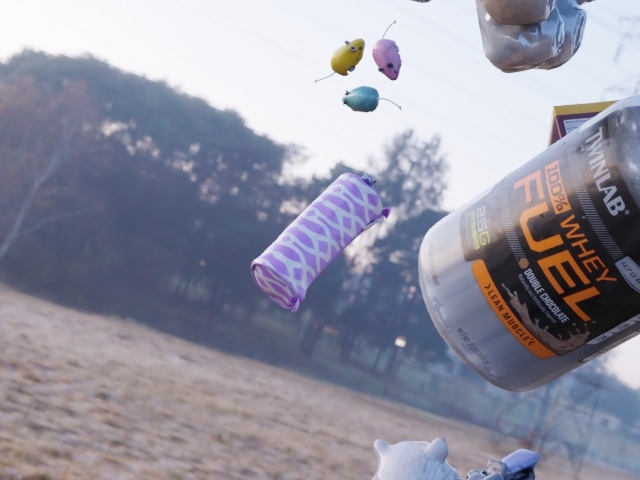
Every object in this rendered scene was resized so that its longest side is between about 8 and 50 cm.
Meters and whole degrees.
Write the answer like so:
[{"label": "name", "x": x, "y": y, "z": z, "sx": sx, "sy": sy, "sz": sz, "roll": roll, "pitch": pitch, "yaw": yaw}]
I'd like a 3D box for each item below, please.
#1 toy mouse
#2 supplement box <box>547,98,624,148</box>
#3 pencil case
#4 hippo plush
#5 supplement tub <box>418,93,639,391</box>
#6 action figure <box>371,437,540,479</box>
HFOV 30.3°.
[{"label": "toy mouse", "x": 0.069, "y": -0.237, "z": 1.699, "sx": 0.031, "sy": 0.161, "sz": 0.143, "roll": 8, "pitch": 43, "yaw": -55}, {"label": "supplement box", "x": 0.406, "y": -0.068, "z": 1.708, "sx": 0.129, "sy": 0.194, "sz": 0.191, "roll": -5, "pitch": -35, "yaw": 1}, {"label": "pencil case", "x": 0.000, "y": 0.000, "z": 1.578, "sx": 0.088, "sy": 0.206, "sz": 0.086, "roll": 42, "pitch": -23, "yaw": 7}, {"label": "hippo plush", "x": 0.140, "y": -0.305, "z": 1.160, "sx": 0.236, "sy": 0.234, "sz": 0.294, "roll": 14, "pitch": -39, "yaw": 24}, {"label": "supplement tub", "x": 0.279, "y": -0.005, "z": 1.171, "sx": 0.207, "sy": 0.207, "sz": 0.338, "roll": 23, "pitch": -45, "yaw": -38}, {"label": "action figure", "x": 0.140, "y": 0.313, "z": 1.043, "sx": 0.341, "sy": 0.330, "sz": 0.178, "roll": -29, "pitch": 13, "yaw": -35}]
